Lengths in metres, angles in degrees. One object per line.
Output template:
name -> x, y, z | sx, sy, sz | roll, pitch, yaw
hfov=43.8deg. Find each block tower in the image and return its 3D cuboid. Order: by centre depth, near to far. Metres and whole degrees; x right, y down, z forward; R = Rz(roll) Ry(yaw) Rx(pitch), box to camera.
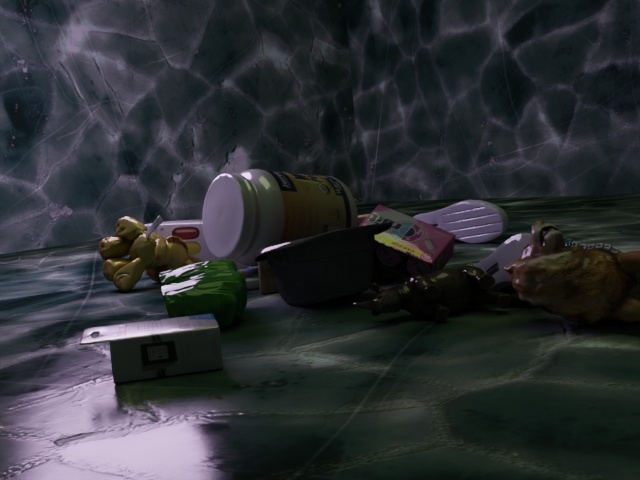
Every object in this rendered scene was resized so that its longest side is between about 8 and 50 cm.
block tower -> 0.031, 0.046, 1.698 | 0.335, 0.091, 0.097 | -6, 5, -11

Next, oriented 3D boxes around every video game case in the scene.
video game case -> -0.190, 0.088, 1.798 | 0.212, 0.023, 0.193 | -7, 6, -19

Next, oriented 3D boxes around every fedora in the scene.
fedora -> 0.009, 0.051, 1.490 | 0.275, 0.124, 0.244 | -11, -2, 40

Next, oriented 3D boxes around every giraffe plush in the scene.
giraffe plush -> -0.399, 0.035, 1.914 | 0.210, 0.181, 0.170 | -32, -29, 19

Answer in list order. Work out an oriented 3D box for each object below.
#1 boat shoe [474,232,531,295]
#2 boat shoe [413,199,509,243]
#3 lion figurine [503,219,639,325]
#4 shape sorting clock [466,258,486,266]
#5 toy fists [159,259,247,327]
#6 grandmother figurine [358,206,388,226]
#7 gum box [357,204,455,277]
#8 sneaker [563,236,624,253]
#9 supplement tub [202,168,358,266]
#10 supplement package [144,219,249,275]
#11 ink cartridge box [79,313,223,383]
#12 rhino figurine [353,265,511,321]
boat shoe -> 0.324, 0.044, 1.308 | 0.070, 0.078, 0.219 | 3, -18, -20
boat shoe -> 0.401, -0.059, 2.238 | 0.119, 0.121, 0.335 | -16, 9, -40
lion figurine -> 0.479, 0.059, 1.127 | 0.392, 0.142, 0.240 | 8, -6, -18
shape sorting clock -> 0.371, 0.057, 1.543 | 0.206, 0.040, 0.206 | -5, 6, 1
toy fists -> -0.205, 0.095, 1.420 | 0.142, 0.096, 0.279 | -16, 9, -10
grandmother figurine -> 0.033, -0.028, 2.285 | 0.342, 0.208, 0.104 | -8, 51, -12
gum box -> 0.163, 0.005, 1.608 | 0.188, 0.062, 0.107 | 23, 45, 24
sneaker -> 0.512, 0.038, 1.482 | 0.166, 0.065, 0.076 | 24, 0, 44
supplement tub -> -0.096, -0.050, 1.880 | 0.316, 0.228, 0.228 | 2, 0, -37
supplement package -> -0.325, 0.016, 2.056 | 0.244, 0.139, 0.134 | -2, 5, 29
ink cartridge box -> -0.229, 0.146, 1.082 | 0.180, 0.060, 0.104 | -6, 7, -12
rhino figurine -> 0.169, 0.088, 1.262 | 0.243, 0.073, 0.106 | -8, 10, -13
